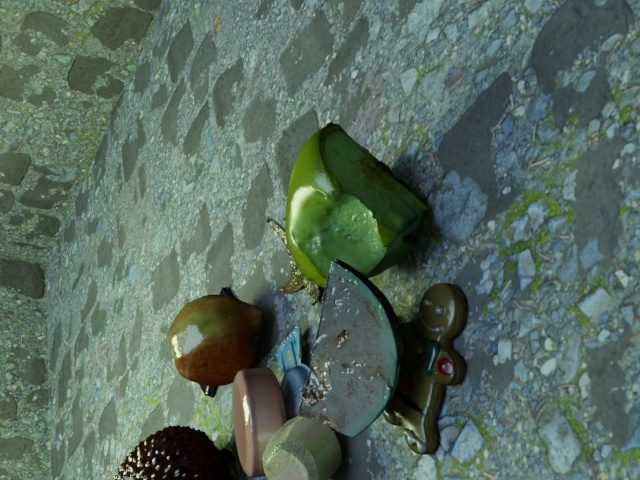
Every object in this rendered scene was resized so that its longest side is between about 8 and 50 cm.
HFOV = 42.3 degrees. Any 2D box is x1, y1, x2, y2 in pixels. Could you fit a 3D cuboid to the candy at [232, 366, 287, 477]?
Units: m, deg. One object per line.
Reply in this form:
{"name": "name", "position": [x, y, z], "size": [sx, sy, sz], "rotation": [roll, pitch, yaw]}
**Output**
{"name": "candy", "position": [-0.140, 0.415, 1.878], "size": [0.255, 0.094, 0.255], "rotation": [175, 90, -76]}

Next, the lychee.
{"name": "lychee", "position": [-0.367, 0.618, 2.077], "size": [0.306, 0.330, 0.306], "rotation": [45, 148, 39]}

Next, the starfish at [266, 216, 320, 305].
{"name": "starfish", "position": [-0.054, 0.040, 1.907], "size": [0.231, 0.048, 0.295], "rotation": [65, 155, 4]}

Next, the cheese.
{"name": "cheese", "position": [-0.052, 0.320, 1.861], "size": [0.135, 0.052, 0.245], "rotation": [-50, 40, 37]}

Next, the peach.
{"name": "peach", "position": [-0.250, 0.237, 2.074], "size": [0.256, 0.232, 0.232], "rotation": [-29, 46, 6]}

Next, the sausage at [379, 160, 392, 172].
{"name": "sausage", "position": [0.094, -0.073, 1.716], "size": [0.077, 0.077, 0.194], "rotation": [51, 123, 52]}

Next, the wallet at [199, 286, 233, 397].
{"name": "wallet", "position": [-0.288, 0.283, 2.293], "size": [0.146, 0.030, 0.285], "rotation": [44, 118, 51]}

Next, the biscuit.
{"name": "biscuit", "position": [0.185, 0.218, 1.499], "size": [0.197, 0.049, 0.301], "rotation": [34, 109, 55]}

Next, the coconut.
{"name": "coconut", "position": [-0.032, 0.439, 1.703], "size": [0.147, 0.152, 0.147], "rotation": [13, 116, 29]}

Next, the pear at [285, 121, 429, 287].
{"name": "pear", "position": [0.027, -0.032, 1.604], "size": [0.282, 0.286, 0.176], "rotation": [-50, -3, 40]}

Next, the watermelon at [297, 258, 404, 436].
{"name": "watermelon", "position": [0.060, 0.185, 1.507], "size": [0.224, 0.180, 0.305], "rotation": [31, 114, 62]}
